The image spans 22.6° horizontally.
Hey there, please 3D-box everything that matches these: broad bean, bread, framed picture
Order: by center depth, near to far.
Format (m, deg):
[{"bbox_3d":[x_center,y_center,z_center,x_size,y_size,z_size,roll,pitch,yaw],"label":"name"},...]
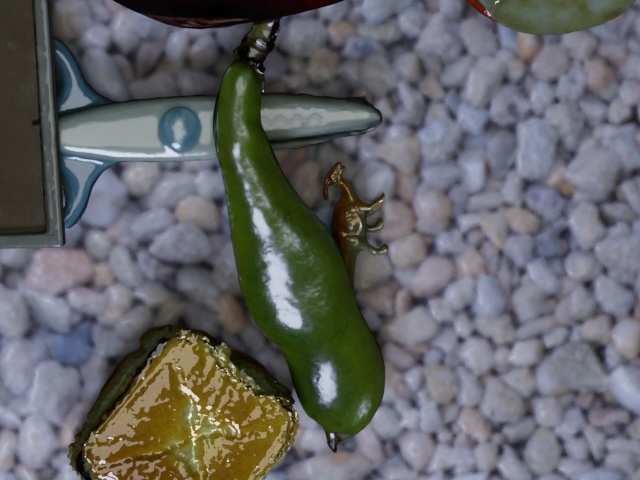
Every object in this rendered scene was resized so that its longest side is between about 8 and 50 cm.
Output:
[{"bbox_3d":[-0.259,-0.115,1.017,0.184,0.016,0.250,-3,96,3],"label":"framed picture"},{"bbox_3d":[-0.011,0.002,1.045,0.098,0.056,0.318,-8,113,-5],"label":"broad bean"},{"bbox_3d":[-0.090,0.131,1.075,0.128,0.069,0.140,35,92,-12],"label":"bread"}]

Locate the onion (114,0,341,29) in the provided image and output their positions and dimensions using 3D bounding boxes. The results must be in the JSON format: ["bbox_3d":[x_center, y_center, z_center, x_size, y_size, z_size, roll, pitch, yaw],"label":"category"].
[{"bbox_3d":[-0.048,-0.255,0.903,0.273,0.273,0.285,-18,135,-4],"label":"onion"}]

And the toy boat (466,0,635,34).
[{"bbox_3d":[0.153,-0.180,1.054,0.185,0.071,0.089,-8,143,-6],"label":"toy boat"}]

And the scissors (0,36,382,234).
[{"bbox_3d":[-0.103,-0.074,1.051,0.289,0.041,0.138,-3,93,-6],"label":"scissors"}]

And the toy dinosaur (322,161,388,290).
[{"bbox_3d":[0.027,-0.001,1.090,0.041,0.026,0.113,-11,108,-5],"label":"toy dinosaur"}]
